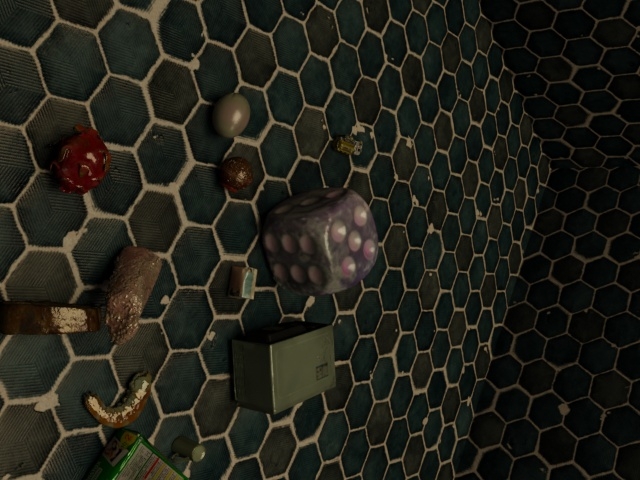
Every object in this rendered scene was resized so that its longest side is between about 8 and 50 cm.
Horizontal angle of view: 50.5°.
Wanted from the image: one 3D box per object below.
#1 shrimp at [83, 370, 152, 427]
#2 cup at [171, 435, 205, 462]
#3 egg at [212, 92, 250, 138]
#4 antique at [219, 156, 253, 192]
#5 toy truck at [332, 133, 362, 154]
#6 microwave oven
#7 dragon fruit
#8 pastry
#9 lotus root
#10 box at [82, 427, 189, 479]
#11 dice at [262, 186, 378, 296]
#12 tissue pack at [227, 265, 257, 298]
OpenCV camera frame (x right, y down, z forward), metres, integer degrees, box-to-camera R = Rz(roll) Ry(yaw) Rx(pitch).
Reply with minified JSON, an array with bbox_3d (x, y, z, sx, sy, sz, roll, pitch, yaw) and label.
[{"bbox_3d":[-0.508,0.384,1.699,0.166,0.049,0.161,37,66,-37],"label":"shrimp"},{"bbox_3d":[-0.366,0.572,1.847,0.075,0.083,0.054,-8,99,-49],"label":"cup"},{"bbox_3d":[-0.252,-0.353,1.916,0.103,0.103,0.134,33,68,-47],"label":"egg"},{"bbox_3d":[-0.240,-0.192,1.944,0.104,0.104,0.104,-4,95,-51],"label":"antique"},{"bbox_3d":[0.094,-0.334,2.387,0.123,0.052,0.062,13,86,-49],"label":"toy truck"},{"bbox_3d":[-0.113,0.375,2.071,0.295,0.181,0.237,-10,98,-51],"label":"microwave oven"},{"bbox_3d":[-0.541,-0.186,1.550,0.136,0.133,0.165,51,44,-50],"label":"dragon fruit"},{"bbox_3d":[-0.459,0.113,1.636,0.112,0.103,0.265,74,12,-47],"label":"pastry"},{"bbox_3d":[-0.577,0.172,1.509,0.261,0.170,0.074,8,83,-46],"label":"lotus root"},{"bbox_3d":[-0.461,0.610,1.720,0.180,0.103,0.250,-58,131,-31],"label":"box"},{"bbox_3d":[0.000,0.000,2.116,0.271,0.270,0.270,-36,118,-44],"label":"dice"},{"bbox_3d":[-0.229,0.124,1.998,0.059,0.074,0.094,17,76,-47],"label":"tissue pack"}]
